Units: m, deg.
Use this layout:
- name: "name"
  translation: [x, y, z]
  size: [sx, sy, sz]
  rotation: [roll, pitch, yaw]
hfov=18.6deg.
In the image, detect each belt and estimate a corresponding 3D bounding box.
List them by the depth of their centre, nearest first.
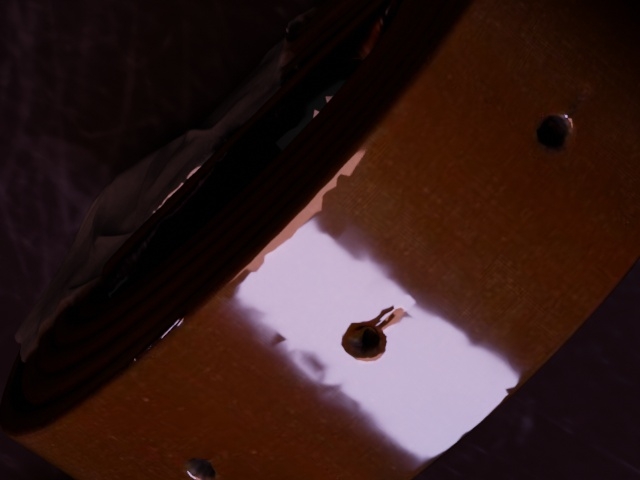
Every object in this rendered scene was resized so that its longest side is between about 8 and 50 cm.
- name: "belt"
  translation: [0.000, 0.000, 0.785]
  size: [0.122, 0.217, 0.338]
  rotation: [38, 129, -16]
